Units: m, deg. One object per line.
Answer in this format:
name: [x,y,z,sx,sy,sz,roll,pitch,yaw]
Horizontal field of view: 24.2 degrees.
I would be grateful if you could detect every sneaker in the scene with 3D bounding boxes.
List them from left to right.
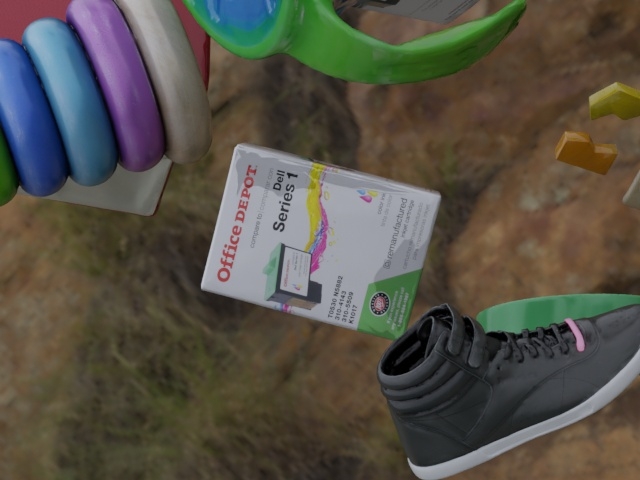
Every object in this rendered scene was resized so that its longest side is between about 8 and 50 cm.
sneaker: [0.188,0.112,1.469,0.296,0.147,0.104,-29,25,8]

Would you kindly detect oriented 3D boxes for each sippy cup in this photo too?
sippy cup: [0.018,-0.260,0.958,0.224,0.305,0.240,-23,19,-22]

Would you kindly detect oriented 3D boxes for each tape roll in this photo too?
tape roll: [0.395,0.149,2.244,0.321,0.321,0.077,-15,70,44]

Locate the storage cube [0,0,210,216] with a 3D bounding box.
storage cube: [-0.202,-0.159,1.261,0.183,0.215,0.193,121,154,-50]

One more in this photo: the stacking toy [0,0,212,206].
stacking toy: [-0.250,-0.073,1.036,0.330,0.141,0.141,-20,24,-12]

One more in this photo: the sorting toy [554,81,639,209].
sorting toy: [0.430,-0.112,1.643,0.041,0.307,0.229,-85,15,-52]

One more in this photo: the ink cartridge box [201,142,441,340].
ink cartridge box: [0.000,0.000,1.964,0.117,0.278,0.201,-50,-25,-85]

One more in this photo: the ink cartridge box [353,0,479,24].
ink cartridge box: [0.055,-0.320,1.507,0.092,0.219,0.160,-34,59,48]
